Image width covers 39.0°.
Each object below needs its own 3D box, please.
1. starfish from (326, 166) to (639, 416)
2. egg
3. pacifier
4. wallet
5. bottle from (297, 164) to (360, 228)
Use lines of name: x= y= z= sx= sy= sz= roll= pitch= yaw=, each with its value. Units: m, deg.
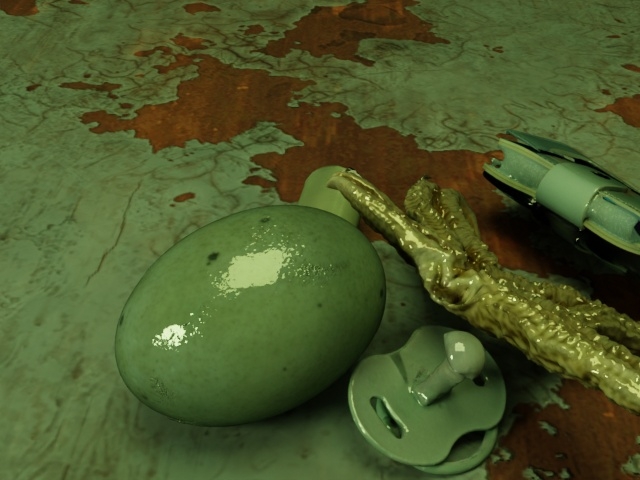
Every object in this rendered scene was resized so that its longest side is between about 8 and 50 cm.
starfish: x=0.201 y=0.057 z=0.809 sx=0.432 sy=0.082 sz=0.324 roll=34 pitch=16 yaw=34
egg: x=-0.056 y=0.062 z=0.754 sx=0.236 sy=0.169 sz=0.169 roll=-24 pitch=40 yaw=-12
pacifier: x=0.101 y=0.120 z=0.736 sx=0.150 sy=0.117 sz=0.127 roll=-16 pitch=64 yaw=-31
wallet: x=0.308 y=-0.030 z=0.974 sx=0.176 sy=0.075 sz=0.250 roll=10 pitch=24 yaw=-41
bottle: x=0.000 y=0.000 z=0.941 sx=0.072 sy=0.072 sz=0.201 roll=7 pitch=35 yaw=7
